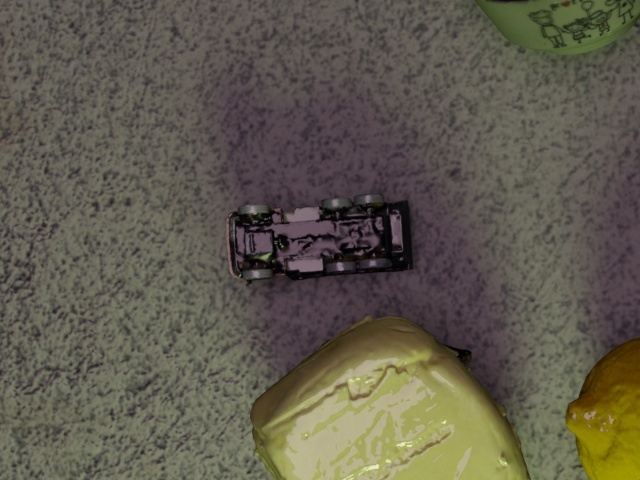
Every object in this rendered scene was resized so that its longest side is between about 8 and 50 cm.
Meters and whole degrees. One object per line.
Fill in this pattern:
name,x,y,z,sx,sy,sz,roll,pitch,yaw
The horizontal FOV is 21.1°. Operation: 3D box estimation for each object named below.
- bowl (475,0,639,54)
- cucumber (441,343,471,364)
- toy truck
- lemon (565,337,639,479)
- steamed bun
bowl,0.257,-0.265,1.746,0.211,0.211,0.112,-22,124,10
cucumber,0.092,0.119,1.820,0.135,0.033,0.034,12,68,12
toy truck,0.000,0.000,1.822,0.192,0.092,0.083,-5,86,4
lemon,0.352,0.184,1.685,0.244,0.187,0.186,13,89,-19
steamed bun,0.078,0.217,1.753,0.232,0.166,0.273,-40,92,1
